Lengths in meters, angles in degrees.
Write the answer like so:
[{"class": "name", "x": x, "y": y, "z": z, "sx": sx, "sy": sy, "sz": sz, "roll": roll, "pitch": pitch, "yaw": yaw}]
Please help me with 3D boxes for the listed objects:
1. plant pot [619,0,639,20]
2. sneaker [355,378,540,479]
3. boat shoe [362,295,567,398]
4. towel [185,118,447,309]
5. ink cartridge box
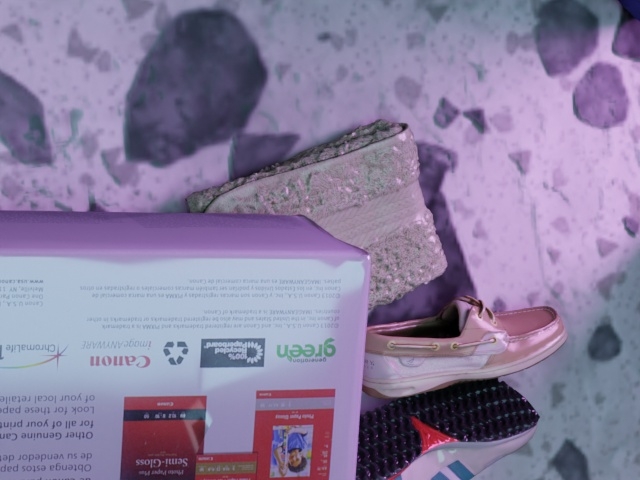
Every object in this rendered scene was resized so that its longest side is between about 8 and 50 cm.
[{"class": "plant pot", "x": 0.247, "y": -0.271, "z": 1.082, "sx": 0.236, "sy": 0.212, "sz": 0.236, "roll": -46, "pitch": 114, "yaw": -10}, {"class": "sneaker", "x": 0.059, "y": 0.133, "z": 1.167, "sx": 0.161, "sy": 0.057, "sz": 0.075, "roll": -16, "pitch": 143, "yaw": -36}, {"class": "boat shoe", "x": 0.086, "y": 0.058, "z": 1.160, "sx": 0.135, "sy": 0.050, "sz": 0.045, "roll": -15, "pitch": 110, "yaw": -20}, {"class": "towel", "x": 0.000, "y": 0.000, "z": 1.125, "sx": 0.148, "sy": 0.027, "sz": 0.110, "roll": -22, "pitch": 108, "yaw": -18}, {"class": "ink cartridge box", "x": -0.145, "y": 0.126, "z": 1.017, "sx": 0.309, "sy": 0.130, "sz": 0.272, "roll": 1, "pitch": 100, "yaw": -18}]
